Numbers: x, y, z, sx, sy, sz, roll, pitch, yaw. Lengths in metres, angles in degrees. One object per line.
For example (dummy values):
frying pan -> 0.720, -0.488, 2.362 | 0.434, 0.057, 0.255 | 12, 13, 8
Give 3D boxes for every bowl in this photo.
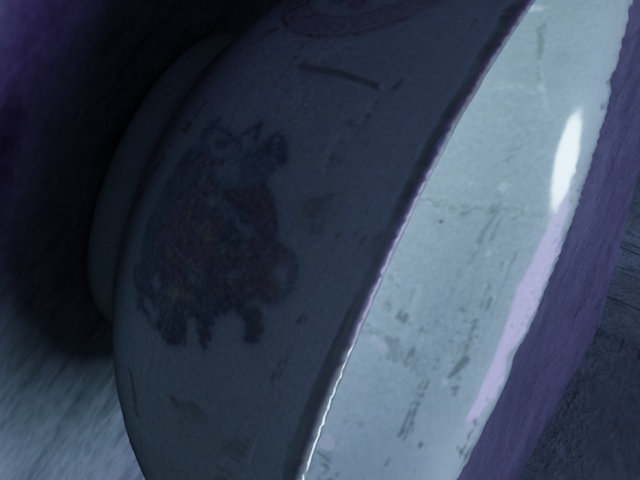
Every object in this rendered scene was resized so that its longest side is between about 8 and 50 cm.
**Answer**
bowl -> 0.000, 0.000, 0.842 | 0.435, 0.196, 0.435 | -54, 159, -32
